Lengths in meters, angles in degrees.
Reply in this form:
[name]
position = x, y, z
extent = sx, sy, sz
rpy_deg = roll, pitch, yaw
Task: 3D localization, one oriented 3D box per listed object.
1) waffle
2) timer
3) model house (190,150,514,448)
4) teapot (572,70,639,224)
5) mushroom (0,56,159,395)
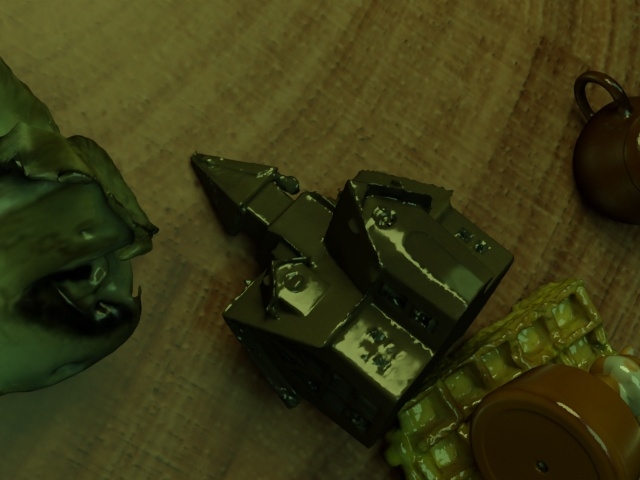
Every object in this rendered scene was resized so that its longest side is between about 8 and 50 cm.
[waffle]
position = 0.174, 0.179, 1.107
extent = 0.229, 0.057, 0.219
rpy_deg = -34, 97, -18
[timer]
position = 0.210, 0.135, 1.043
extent = 0.152, 0.132, 0.132
rpy_deg = -35, 99, -40
[model house]
position = 0.000, 0.000, 1.011
extent = 0.248, 0.176, 0.181
rpy_deg = 37, 60, 9
[teapot]
position = 0.274, -0.073, 1.136
extent = 0.116, 0.116, 0.173
rpy_deg = -41, 99, -18
[mushroom]
position = -0.243, -0.028, 0.916
extent = 0.189, 0.164, 0.267
rpy_deg = -39, 137, 5
